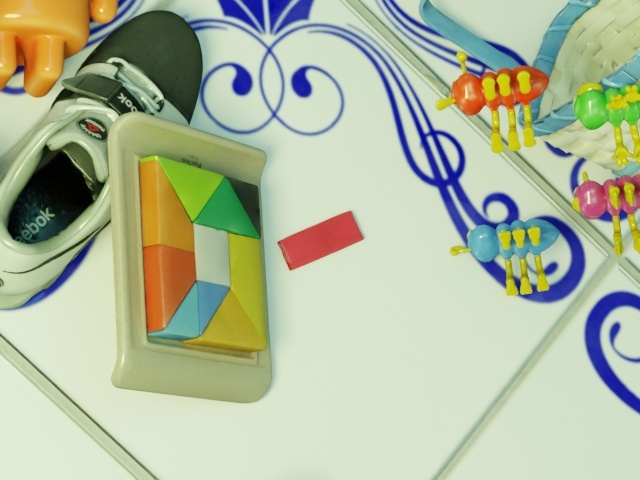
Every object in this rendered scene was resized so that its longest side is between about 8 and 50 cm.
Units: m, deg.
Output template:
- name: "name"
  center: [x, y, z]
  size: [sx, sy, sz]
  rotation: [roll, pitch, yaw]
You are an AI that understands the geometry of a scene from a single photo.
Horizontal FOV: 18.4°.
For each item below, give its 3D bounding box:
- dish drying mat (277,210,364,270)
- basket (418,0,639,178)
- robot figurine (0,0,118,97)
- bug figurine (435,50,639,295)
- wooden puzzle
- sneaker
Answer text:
- name: "dish drying mat"
  center: [0.000, 0.000, 1.887]
  size: [0.083, 0.008, 0.032]
  rotation: [-23, 86, -25]
- name: "basket"
  center: [0.270, -0.206, 1.917]
  size: [0.289, 0.255, 0.201]
  rotation: [33, 52, -24]
- name: "robot figurine"
  center: [-0.273, -0.243, 1.784]
  size: [0.158, 0.128, 0.219]
  rotation: [-6, 75, 18]
- name: "bug figurine"
  center: [0.222, -0.073, 1.856]
  size: [0.216, 0.279, 0.072]
  rotation: [-5, 43, 4]
- name: "wooden puzzle"
  center: [-0.107, 0.019, 1.754]
  size: [0.221, 0.044, 0.238]
  rotation: [14, 73, -56]
- name: "sneaker"
  center: [-0.194, -0.086, 1.766]
  size: [0.122, 0.146, 0.330]
  rotation: [35, 66, -7]
